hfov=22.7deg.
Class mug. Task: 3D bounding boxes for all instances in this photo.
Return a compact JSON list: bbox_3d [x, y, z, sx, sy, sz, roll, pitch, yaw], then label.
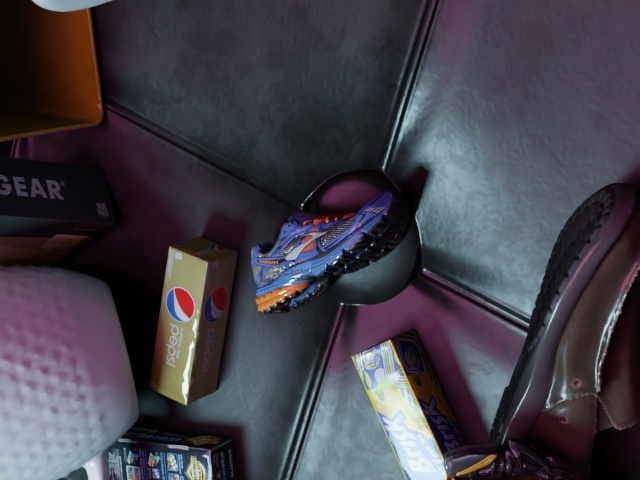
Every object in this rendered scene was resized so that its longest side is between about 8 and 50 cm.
[{"bbox_3d":[-0.374,0.212,1.826,0.276,0.328,0.374,165,91,-80],"label":"mug"}]

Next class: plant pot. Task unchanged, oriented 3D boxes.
[{"bbox_3d":[-0.402,-0.225,1.844,0.187,0.212,0.212,4,104,44],"label":"plant pot"}]

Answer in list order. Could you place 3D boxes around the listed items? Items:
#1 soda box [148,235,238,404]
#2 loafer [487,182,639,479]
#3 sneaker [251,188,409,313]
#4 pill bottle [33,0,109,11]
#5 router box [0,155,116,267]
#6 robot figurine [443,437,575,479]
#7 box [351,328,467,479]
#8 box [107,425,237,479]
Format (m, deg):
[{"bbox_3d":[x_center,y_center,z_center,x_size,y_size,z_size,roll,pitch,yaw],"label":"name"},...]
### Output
[{"bbox_3d":[-0.146,0.092,1.821,0.058,0.061,0.181,20,112,28],"label":"soda box"},{"bbox_3d":[0.261,0.109,1.528,0.130,0.134,0.366,17,123,2],"label":"loafer"},{"bbox_3d":[0.000,0.000,1.692,0.221,0.083,0.087,-32,74,32],"label":"sneaker"},{"bbox_3d":[-0.283,-0.469,1.679,0.229,0.229,0.407,-29,84,35],"label":"pill bottle"},{"bbox_3d":[-0.432,-0.013,1.837,0.243,0.309,0.081,-29,69,36],"label":"router box"},{"bbox_3d":[0.220,0.302,1.528,0.291,0.085,0.211,15,119,-6],"label":"robot figurine"},{"bbox_3d":[0.100,0.184,1.681,0.059,0.054,0.169,-27,86,36],"label":"box"},{"bbox_3d":[-0.176,0.338,1.906,0.175,0.051,0.220,1,101,34],"label":"box"}]
